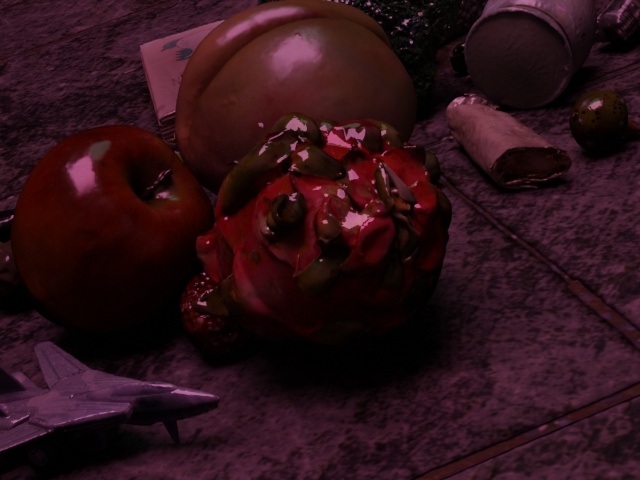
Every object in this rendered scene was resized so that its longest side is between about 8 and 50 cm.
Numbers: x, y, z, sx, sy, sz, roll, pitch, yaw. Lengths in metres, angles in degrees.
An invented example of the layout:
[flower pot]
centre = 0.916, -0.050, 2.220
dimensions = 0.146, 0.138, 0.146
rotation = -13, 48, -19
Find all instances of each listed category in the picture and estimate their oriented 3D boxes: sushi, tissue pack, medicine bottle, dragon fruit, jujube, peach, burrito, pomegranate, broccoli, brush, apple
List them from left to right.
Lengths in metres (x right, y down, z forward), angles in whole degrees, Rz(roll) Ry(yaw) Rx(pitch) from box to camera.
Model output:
[brush]
centre = -0.442, 0.039, 1.948
dimensions = 0.301, 0.071, 0.084
rotation = -4, 11, 43
[apple]
centre = -0.237, -0.006, 1.729
dimensions = 0.230, 0.230, 0.230
rotation = -13, 26, 6
[tissue pack]
centre = -0.168, -0.233, 2.309
dimensions = 0.170, 0.071, 0.325
rotation = -16, 26, -5
[jujube]
centre = -0.110, 0.071, 1.656
dimensions = 0.077, 0.077, 0.129
rotation = -17, 25, -1
[peach]
centre = -0.030, -0.154, 1.886
dimensions = 0.292, 0.247, 0.292
rotation = -21, 47, 24
[dragon fruit]
centre = 0.005, -0.011, 1.561
dimensions = 0.231, 0.237, 0.303
rotation = 17, 1, -11
[broccoli]
centre = 0.060, -0.300, 2.132
dimensions = 0.308, 0.308, 0.275
rotation = 7, 9, 39
[sushi]
centre = 0.178, -0.342, 2.306
dimensions = 0.150, 0.090, 0.078
rotation = -30, 32, -30
[burrito]
centre = 0.211, -0.117, 1.865
dimensions = 0.087, 0.060, 0.226
rotation = -16, 26, -10
[medicine bottle]
centre = 0.270, -0.258, 2.015
dimensions = 0.147, 0.147, 0.143
rotation = -2, 32, 28
[pomegranate]
centre = 0.329, -0.133, 1.833
dimensions = 0.073, 0.084, 0.073
rotation = -43, 16, 16

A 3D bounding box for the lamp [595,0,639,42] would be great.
[lamp]
centre = 0.501, -0.372, 2.126
dimensions = 0.182, 0.182, 0.314
rotation = 6, 54, 39

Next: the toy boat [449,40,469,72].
[toy boat]
centre = 0.278, -0.279, 2.162
dimensions = 0.210, 0.052, 0.104
rotation = -16, 8, -1

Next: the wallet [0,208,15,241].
[wallet]
centre = -0.470, -0.005, 2.012
dimensions = 0.250, 0.044, 0.149
rotation = -10, 3, 6

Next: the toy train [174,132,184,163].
[toy train]
centre = -0.177, -0.101, 2.066
dimensions = 0.081, 0.060, 0.202
rotation = 16, 40, 37

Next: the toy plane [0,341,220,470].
[toy plane]
centre = -0.216, 0.168, 1.527
dimensions = 0.267, 0.088, 0.212
rotation = 2, 31, 18
